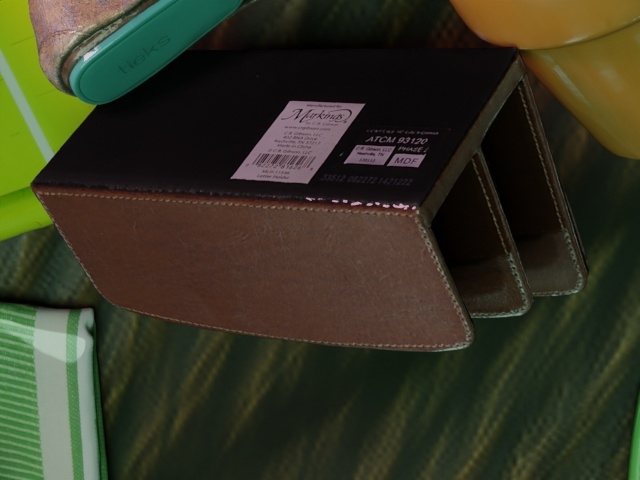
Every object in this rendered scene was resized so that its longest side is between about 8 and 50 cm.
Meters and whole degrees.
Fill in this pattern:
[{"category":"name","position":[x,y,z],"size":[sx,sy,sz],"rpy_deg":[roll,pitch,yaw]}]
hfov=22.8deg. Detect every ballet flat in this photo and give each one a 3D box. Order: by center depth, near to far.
[{"category":"ballet flat","position":[-0.060,-0.212,1.065],"size":[0.316,0.106,0.107],"rpy_deg":[-29,153,-5]}]

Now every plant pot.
[{"category":"plant pot","position":[0.200,-0.161,1.026],"size":[0.205,0.205,0.188],"rpy_deg":[-25,124,17]}]

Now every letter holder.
[{"category":"letter holder","position":[0.000,0.000,1.062],"size":[0.302,0.152,0.214],"rpy_deg":[5,135,34]}]

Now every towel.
[{"category":"towel","position":[-0.338,0.154,1.321],"size":[0.325,0.038,0.247],"rpy_deg":[3,114,8]}]

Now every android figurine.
[{"category":"android figurine","position":[-0.252,-0.118,1.170],"size":[0.273,0.056,0.248],"rpy_deg":[-20,110,17]}]

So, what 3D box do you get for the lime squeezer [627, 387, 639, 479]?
[{"category":"lime squeezer","position":[0.288,0.258,1.273],"size":[0.110,0.059,0.310],"rpy_deg":[-25,108,18]}]
